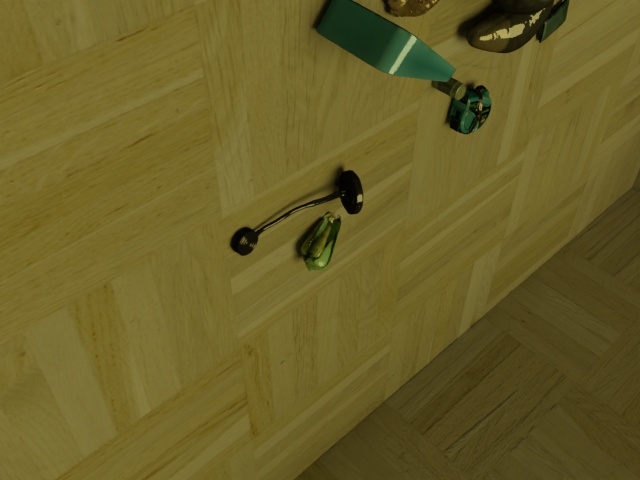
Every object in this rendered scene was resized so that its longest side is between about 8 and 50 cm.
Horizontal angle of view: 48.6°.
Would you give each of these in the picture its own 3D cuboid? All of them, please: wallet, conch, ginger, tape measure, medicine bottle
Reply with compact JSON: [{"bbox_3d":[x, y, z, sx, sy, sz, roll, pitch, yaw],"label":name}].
[{"bbox_3d":[0.711,-0.672,2.171,0.129,0.026,0.088,-43,152,-17],"label":"wallet"},{"bbox_3d":[0.000,0.000,1.871,0.170,0.079,0.106,-67,156,-6],"label":"conch"},{"bbox_3d":[0.209,-0.543,1.619,0.173,0.051,0.069,-24,144,-46],"label":"ginger"},{"bbox_3d":[0.436,-0.377,2.053,0.125,0.081,0.146,-21,138,-37],"label":"tape measure"},{"bbox_3d":[0.343,-0.411,1.889,0.047,0.083,0.047,-33,144,-29],"label":"medicine bottle"}]

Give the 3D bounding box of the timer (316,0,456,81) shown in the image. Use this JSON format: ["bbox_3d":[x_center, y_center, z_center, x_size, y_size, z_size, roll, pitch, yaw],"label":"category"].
[{"bbox_3d":[0.143,-0.405,1.490,0.250,0.232,0.091,7,117,-54],"label":"timer"}]

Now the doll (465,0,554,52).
[{"bbox_3d":[0.493,-0.602,1.750,0.382,0.252,0.378,-23,138,-30],"label":"doll"}]

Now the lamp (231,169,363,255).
[{"bbox_3d":[-0.037,-0.057,1.719,0.371,0.108,0.130,-28,142,-35],"label":"lamp"}]
